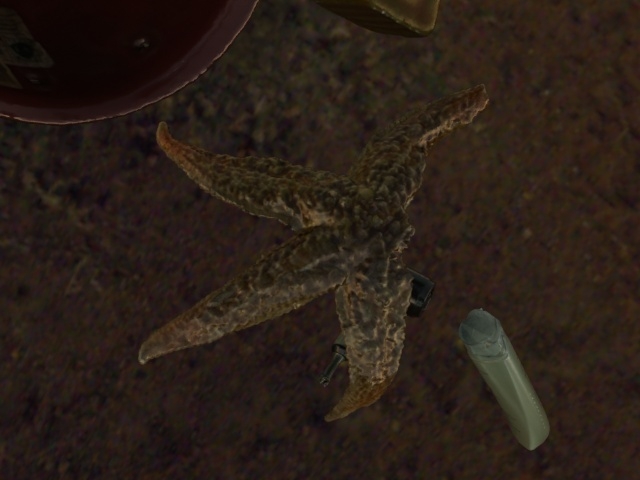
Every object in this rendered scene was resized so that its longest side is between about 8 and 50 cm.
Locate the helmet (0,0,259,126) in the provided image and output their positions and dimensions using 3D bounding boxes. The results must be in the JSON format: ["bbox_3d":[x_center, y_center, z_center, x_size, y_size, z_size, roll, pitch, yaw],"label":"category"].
[{"bbox_3d":[-0.201,-0.298,0.927,0.230,0.385,0.338,37,7,40],"label":"helmet"}]

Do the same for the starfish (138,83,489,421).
[{"bbox_3d":[0.001,0.000,1.381,0.384,0.132,0.398,3,81,-2],"label":"starfish"}]

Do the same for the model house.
[{"bbox_3d":[0.060,-0.405,1.801,0.268,0.239,0.173,17,55,46],"label":"model house"}]

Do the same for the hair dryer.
[{"bbox_3d":[0.054,0.104,1.510,0.100,0.057,0.197,28,62,15],"label":"hair dryer"}]

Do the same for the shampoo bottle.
[{"bbox_3d":[0.218,0.165,1.458,0.212,0.049,0.072,59,2,-39],"label":"shampoo bottle"}]
